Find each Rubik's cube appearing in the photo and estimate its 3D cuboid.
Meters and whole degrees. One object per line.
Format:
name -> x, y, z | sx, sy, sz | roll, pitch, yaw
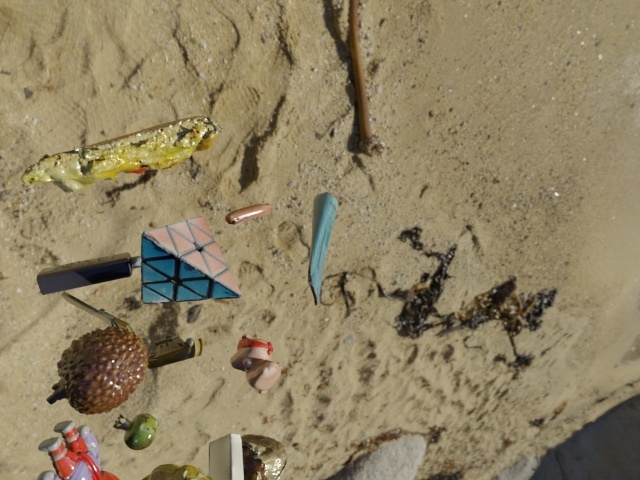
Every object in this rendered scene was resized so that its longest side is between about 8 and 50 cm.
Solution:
Rubik's cube -> -0.381, 0.061, 1.136 | 0.228, 0.233, 0.229 | -13, 101, -33

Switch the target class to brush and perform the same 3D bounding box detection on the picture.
brush -> -0.644, 0.209, 1.169 | 0.020, 0.336, 0.085 | -51, 143, -36

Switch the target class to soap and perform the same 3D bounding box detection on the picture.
soap -> -0.339, 0.801, 1.452 | 0.121, 0.183, 0.063 | -31, 138, 21

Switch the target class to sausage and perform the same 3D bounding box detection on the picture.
sausage -> -0.213, -0.084, 1.241 | 0.176, 0.040, 0.047 | -24, 156, -46

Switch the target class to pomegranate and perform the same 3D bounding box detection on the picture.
pomegranate -> -0.607, 0.621, 1.336 | 0.142, 0.115, 0.114 | 35, 114, -20

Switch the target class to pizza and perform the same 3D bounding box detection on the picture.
pizza -> -0.341, -0.137, 0.686 | 0.287, 0.279, 0.075 | -31, 115, -37

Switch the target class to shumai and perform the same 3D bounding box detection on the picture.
shumai -> -0.284, 0.978, 1.847 | 0.313, 0.267, 0.262 | -7, 139, -25

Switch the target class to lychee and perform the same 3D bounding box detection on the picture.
lychee -> -0.545, 0.323, 1.003 | 0.238, 0.200, 0.200 | -28, 145, -30

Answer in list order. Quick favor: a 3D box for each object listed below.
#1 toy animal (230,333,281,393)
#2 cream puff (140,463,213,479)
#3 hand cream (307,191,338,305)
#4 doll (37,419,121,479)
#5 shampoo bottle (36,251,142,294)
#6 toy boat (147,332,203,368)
toy animal -> -0.235, 0.443, 1.496 | 0.171, 0.198, 0.171 | -21, 138, -20
cream puff -> -0.228, 0.438, 0.649 | 0.156, 0.121, 0.156 | -12, 117, -25
hand cream -> 0.000, 0.000, 0.726 | 0.048, 0.224, 0.083 | 1, 141, 9
doll -> -0.300, 0.345, 0.538 | 0.075, 0.102, 0.228 | -14, 106, 3
shampoo bottle -> -0.652, 0.084, 1.213 | 0.309, 0.098, 0.071 | -13, 105, -19
toy boat -> -0.635, 0.460, 1.715 | 0.321, 0.122, 0.089 | -19, 177, 22
